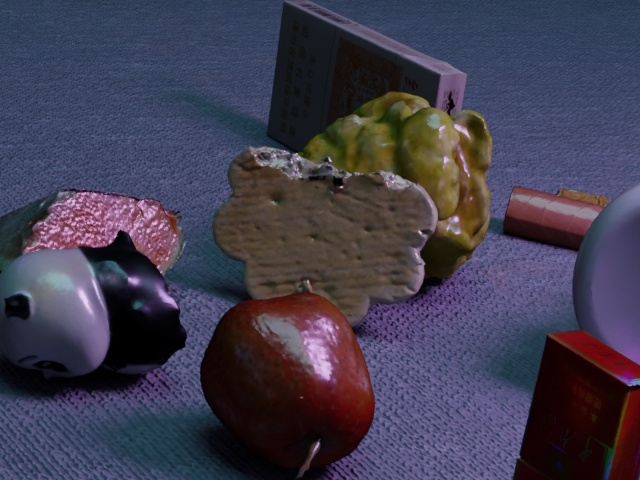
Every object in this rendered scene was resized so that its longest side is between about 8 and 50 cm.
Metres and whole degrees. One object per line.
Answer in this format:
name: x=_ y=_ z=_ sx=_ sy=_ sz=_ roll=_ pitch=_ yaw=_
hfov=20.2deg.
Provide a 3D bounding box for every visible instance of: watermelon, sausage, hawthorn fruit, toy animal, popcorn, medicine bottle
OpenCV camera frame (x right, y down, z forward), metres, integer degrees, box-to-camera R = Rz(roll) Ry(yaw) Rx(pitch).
watermelon: x=-0.272 y=0.020 z=1.940 sx=0.231 sy=0.128 sz=0.146 roll=9 pitch=-12 yaw=-41
sausage: x=0.324 y=-0.022 z=2.326 sx=0.169 sy=0.065 sz=0.065 roll=13 pitch=21 yaw=10
hawthorn fruit: x=-0.018 y=0.147 z=1.635 sx=0.162 sy=0.163 sz=0.203 roll=-3 pitch=46 yaw=-29
toy animal: x=-0.237 y=0.070 z=1.763 sx=0.179 sy=0.138 sz=0.166 roll=-11 pitch=7 yaw=-26
popcorn: x=0.091 y=-0.057 z=2.093 sx=0.241 sy=0.235 sz=0.250 roll=-3 pitch=3 yaw=21
medicine bottle: x=0.416 y=0.038 z=1.939 sx=0.241 sy=0.241 sz=0.302 roll=16 pitch=12 yaw=19

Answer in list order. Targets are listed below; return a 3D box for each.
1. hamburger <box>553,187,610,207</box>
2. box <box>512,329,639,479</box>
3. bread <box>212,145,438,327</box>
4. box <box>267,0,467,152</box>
hamburger: x=0.346 y=-0.040 z=2.399 sx=0.083 sy=0.044 sz=0.076 roll=14 pitch=19 yaw=8
box: x=0.230 y=0.180 z=1.578 sx=0.048 sy=0.175 sz=0.112 roll=-4 pitch=23 yaw=-35
bread: x=0.000 y=0.000 z=1.971 sx=0.251 sy=0.182 sz=0.039 roll=14 pitch=6 yaw=17
box: x=0.055 y=-0.182 z=2.432 sx=0.051 sy=0.205 sz=0.365 roll=-7 pitch=25 yaw=-36
